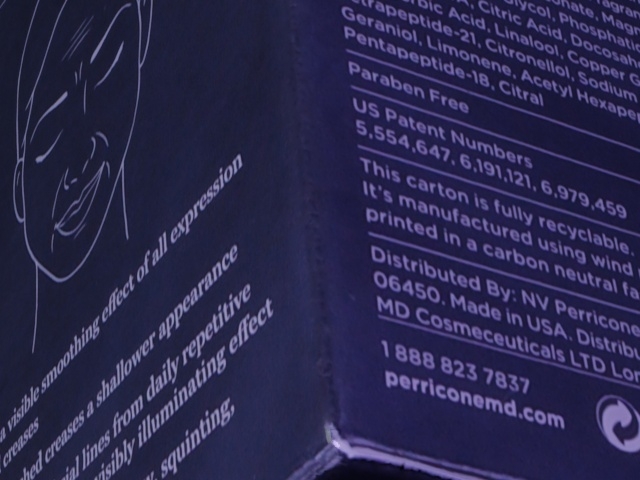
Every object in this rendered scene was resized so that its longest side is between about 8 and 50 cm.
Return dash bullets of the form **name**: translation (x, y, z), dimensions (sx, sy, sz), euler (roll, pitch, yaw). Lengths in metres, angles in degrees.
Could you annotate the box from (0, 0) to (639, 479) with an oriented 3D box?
- **box**: translation (0.000, 0.000, 0.732), dimensions (0.293, 0.212, 0.395), euler (-46, 39, 42)
